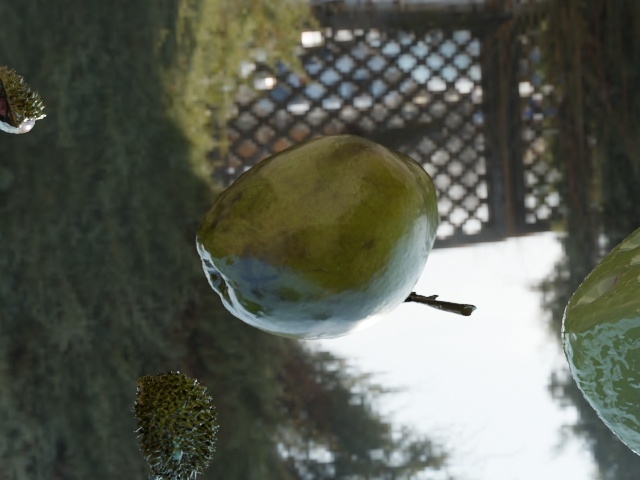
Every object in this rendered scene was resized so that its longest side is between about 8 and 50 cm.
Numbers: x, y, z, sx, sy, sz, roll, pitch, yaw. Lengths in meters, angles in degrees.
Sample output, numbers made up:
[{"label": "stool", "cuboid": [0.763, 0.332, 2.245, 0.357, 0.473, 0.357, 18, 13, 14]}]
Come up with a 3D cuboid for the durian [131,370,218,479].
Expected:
[{"label": "durian", "cuboid": [-0.230, 0.318, 2.050, 0.137, 0.220, 0.095, -7, -148, -9]}]

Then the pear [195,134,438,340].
[{"label": "pear", "cuboid": [0.000, 0.000, 2.058, 0.413, 0.351, 0.352, -17, -170, -23]}]

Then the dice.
[{"label": "dice", "cuboid": [0.450, 0.104, 1.439, 0.250, 0.252, 0.254, -45, -172, -34]}]

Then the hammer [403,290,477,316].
[{"label": "hammer", "cuboid": [0.228, 0.122, 2.456, 0.125, 0.027, 0.297, -1, -177, -20]}]

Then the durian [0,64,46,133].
[{"label": "durian", "cuboid": [-0.540, -0.246, 2.207, 0.187, 0.119, 0.108, 4, -179, 43]}]
